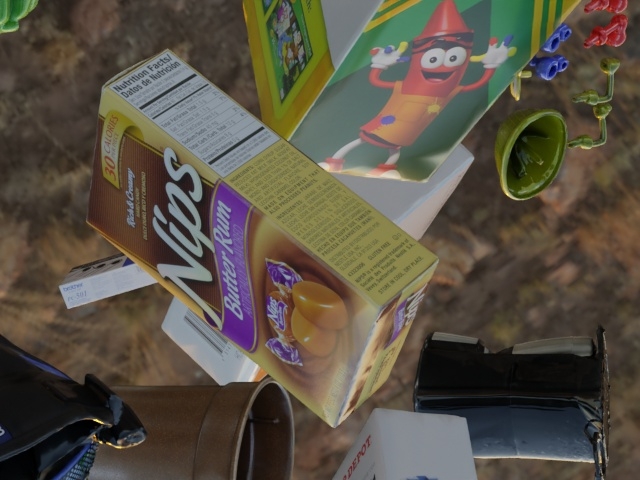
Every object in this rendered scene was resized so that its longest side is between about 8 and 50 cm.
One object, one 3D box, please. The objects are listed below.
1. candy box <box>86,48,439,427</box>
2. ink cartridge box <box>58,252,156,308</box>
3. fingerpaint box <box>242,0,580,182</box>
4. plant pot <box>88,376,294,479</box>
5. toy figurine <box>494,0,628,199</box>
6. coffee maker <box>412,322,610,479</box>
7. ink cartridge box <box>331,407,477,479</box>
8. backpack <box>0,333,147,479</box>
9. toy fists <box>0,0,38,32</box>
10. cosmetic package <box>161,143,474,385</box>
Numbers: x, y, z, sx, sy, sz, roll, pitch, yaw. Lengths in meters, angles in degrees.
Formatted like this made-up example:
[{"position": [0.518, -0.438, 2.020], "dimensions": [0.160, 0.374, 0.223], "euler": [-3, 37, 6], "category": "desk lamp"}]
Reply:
[{"position": [-0.037, -0.001, 0.702], "dimensions": [0.053, 0.187, 0.109], "euler": [-37, 157, -36], "category": "candy box"}, {"position": [-0.325, 0.051, 2.267], "dimensions": [0.207, 0.097, 0.046], "euler": [-16, 106, 8], "category": "ink cartridge box"}, {"position": [0.068, -0.334, 1.105], "dimensions": [0.163, 0.444, 0.371], "euler": [5, 146, -25], "category": "fingerpaint box"}, {"position": [-0.127, 0.205, 1.270], "dimensions": [0.165, 0.167, 0.167], "euler": [3, 151, 18], "category": "plant pot"}, {"position": [0.210, -0.250, 1.558], "dimensions": [0.191, 0.217, 0.362], "euler": [-36, 143, -26], "category": "toy figurine"}, {"position": [0.179, 0.154, 1.273], "dimensions": [0.178, 0.171, 0.120], "euler": [-3, 107, 15], "category": "coffee maker"}, {"position": [0.064, 0.241, 0.996], "dimensions": [0.082, 0.190, 0.139], "euler": [7, 136, -17], "category": "ink cartridge box"}, {"position": [-0.288, 0.143, 0.748], "dimensions": [0.263, 0.277, 0.213], "euler": [-43, 159, -53], "category": "backpack"}, {"position": [-0.366, -0.232, 1.262], "dimensions": [0.279, 0.142, 0.096], "euler": [-34, 130, -58], "category": "toy fists"}, {"position": [0.000, 0.000, 1.946], "dimensions": [0.453, 0.161, 0.230], "euler": [-40, 167, -36], "category": "cosmetic package"}]
